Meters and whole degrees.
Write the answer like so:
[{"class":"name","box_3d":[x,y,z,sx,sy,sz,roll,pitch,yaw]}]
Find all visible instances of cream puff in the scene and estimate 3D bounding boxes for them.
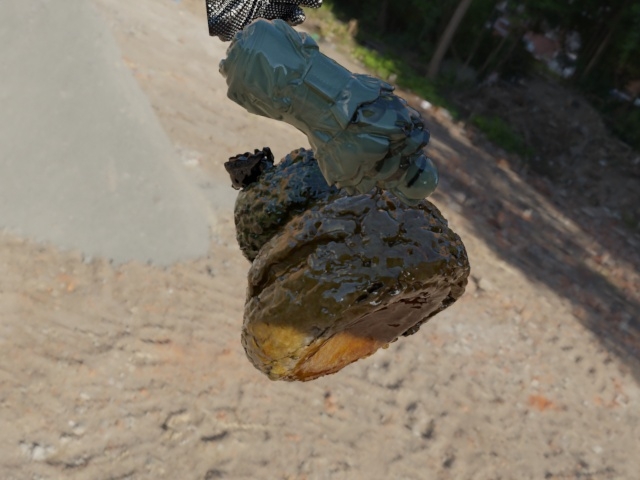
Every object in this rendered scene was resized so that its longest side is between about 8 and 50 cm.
[{"class":"cream puff","box_3d":[0.000,0.000,0.674,0.183,0.183,0.168,2,55,-55]}]

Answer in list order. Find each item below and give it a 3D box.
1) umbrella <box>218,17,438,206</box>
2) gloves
[{"class":"umbrella","box_3d":[0.008,-0.070,0.504,0.143,0.067,0.062,37,14,-11]},{"class":"gloves","box_3d":[-0.076,-0.355,1.279,0.181,0.129,0.106,-6,10,-6]}]
